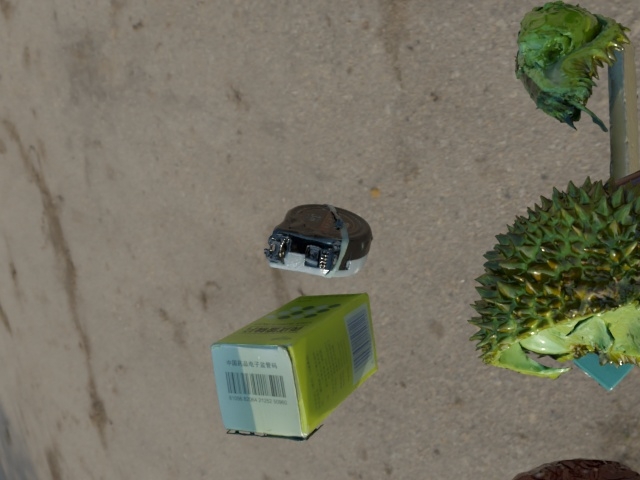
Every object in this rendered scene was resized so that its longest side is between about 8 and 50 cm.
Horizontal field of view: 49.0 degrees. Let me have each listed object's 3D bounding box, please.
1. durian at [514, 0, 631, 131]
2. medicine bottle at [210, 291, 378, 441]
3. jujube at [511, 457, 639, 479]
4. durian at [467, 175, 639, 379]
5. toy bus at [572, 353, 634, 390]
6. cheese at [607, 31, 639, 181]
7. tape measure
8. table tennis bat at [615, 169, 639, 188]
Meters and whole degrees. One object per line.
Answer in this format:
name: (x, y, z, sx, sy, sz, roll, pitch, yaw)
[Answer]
durian: (0.312, -0.242, 0.896, 0.132, 0.375, 0.106, 16, 122, 1)
medicine bottle: (-0.027, 0.173, 1.021, 0.137, 0.250, 0.141, -2, 101, 30)
jujube: (0.285, 0.298, 0.766, 0.112, 0.176, 0.109, -100, 16, -67)
durian: (0.249, 0.041, 0.619, 0.200, 0.176, 0.237, 36, 145, -21)
toy bus: (0.352, 0.125, 0.966, 0.160, 0.092, 0.079, 42, 96, 11)
cheese: (0.458, -0.125, 1.055, 0.034, 0.085, 0.400, -5, 76, 33)
tape measure: (0.005, 0.001, 1.332, 0.181, 0.182, 0.107, 16, 114, 7)
table tennis bat: (0.507, -0.109, 0.846, 0.415, 0.268, 0.051, -28, 105, 45)
